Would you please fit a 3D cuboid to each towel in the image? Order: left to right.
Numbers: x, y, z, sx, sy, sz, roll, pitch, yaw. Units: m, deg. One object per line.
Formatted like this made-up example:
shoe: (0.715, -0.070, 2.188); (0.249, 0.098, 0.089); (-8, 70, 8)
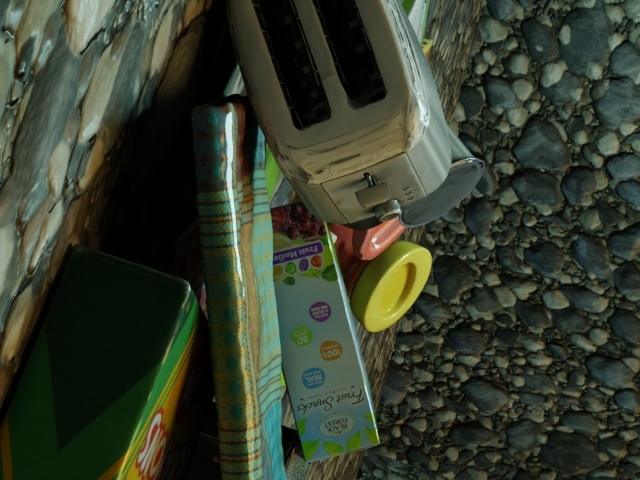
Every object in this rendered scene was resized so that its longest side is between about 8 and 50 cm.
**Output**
towel: (-0.102, 0.051, 1.180); (0.144, 0.029, 0.197); (-58, 161, -62)
towel: (-0.046, 0.085, 1.012); (0.271, 0.040, 0.370); (-86, 172, -83)

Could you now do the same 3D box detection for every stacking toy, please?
stacking toy: (0.000, 0.000, 1.646); (0.279, 0.130, 0.309); (-34, 148, -32)

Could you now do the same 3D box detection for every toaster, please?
toaster: (0.010, -0.127, 1.039); (0.146, 0.129, 0.227); (41, 31, -78)

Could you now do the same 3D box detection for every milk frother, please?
milk frother: (0.061, -0.069, 1.230); (0.129, 0.135, 0.143); (-41, 156, 15)

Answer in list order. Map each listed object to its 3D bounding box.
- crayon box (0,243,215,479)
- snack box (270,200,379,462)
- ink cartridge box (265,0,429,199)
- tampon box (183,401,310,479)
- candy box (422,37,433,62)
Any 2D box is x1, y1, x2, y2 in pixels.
crayon box: (-0.156, 0.184, 0.896); (0.202, 0.081, 0.319); (80, 29, -74)
snack box: (-0.005, 0.076, 1.236); (0.174, 0.070, 0.207); (61, 16, -87)
ink cartridge box: (0.017, -0.124, 1.337); (0.189, 0.097, 0.255); (95, 15, -59)
tampon box: (-0.081, 0.210, 1.310); (0.161, 0.120, 0.101); (72, 36, -76)
candy box: (0.097, -0.201, 1.871); (0.187, 0.053, 0.109); (-54, 160, -69)
